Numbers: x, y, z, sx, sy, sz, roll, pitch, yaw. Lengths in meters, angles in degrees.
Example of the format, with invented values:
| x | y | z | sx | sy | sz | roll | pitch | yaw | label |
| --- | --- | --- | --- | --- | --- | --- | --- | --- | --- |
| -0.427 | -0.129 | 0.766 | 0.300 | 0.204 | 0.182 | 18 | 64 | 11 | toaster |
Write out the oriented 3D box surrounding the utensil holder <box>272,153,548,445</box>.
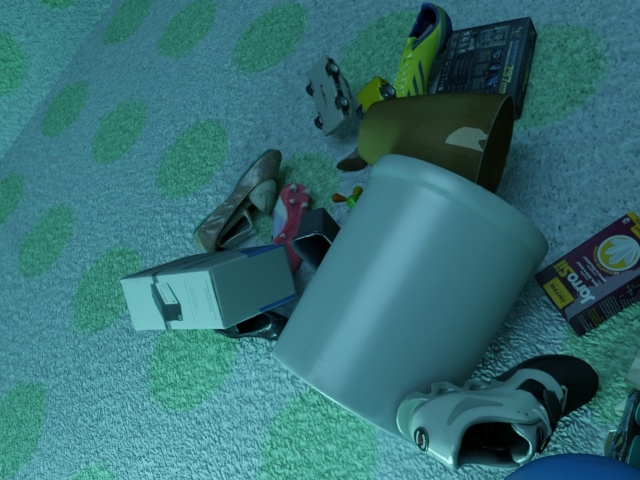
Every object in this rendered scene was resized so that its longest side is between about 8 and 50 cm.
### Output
| x | y | z | sx | sy | sz | roll | pitch | yaw | label |
| --- | --- | --- | --- | --- | --- | --- | --- | --- | --- |
| 0.145 | 0.103 | 1.090 | 0.328 | 0.328 | 0.385 | 26 | 84 | 42 | utensil holder |

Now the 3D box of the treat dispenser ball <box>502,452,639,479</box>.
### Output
| x | y | z | sx | sy | sz | roll | pitch | yaw | label |
| --- | --- | --- | --- | --- | --- | --- | --- | --- | --- |
| 0.330 | 0.412 | 0.787 | 0.288 | 0.288 | 0.288 | -17 | 55 | 27 | treat dispenser ball |

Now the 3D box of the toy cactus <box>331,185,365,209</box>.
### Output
| x | y | z | sx | sy | sz | roll | pitch | yaw | label |
| --- | --- | --- | --- | --- | --- | --- | --- | --- | --- |
| 0.080 | -0.018 | 1.323 | 0.219 | 0.112 | 0.180 | -122 | 35 | -78 | toy cactus |

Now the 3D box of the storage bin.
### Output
| x | y | z | sx | sy | sz | roll | pitch | yaw | label |
| --- | --- | --- | --- | --- | --- | --- | --- | --- | --- |
| 0.000 | 0.000 | 1.384 | 0.098 | 0.135 | 0.091 | -17 | 44 | 27 | storage bin |

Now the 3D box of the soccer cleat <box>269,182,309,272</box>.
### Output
| x | y | z | sx | sy | sz | roll | pitch | yaw | label |
| --- | --- | --- | --- | --- | --- | --- | --- | --- | --- |
| -0.082 | -0.017 | 1.494 | 0.095 | 0.083 | 0.247 | -26 | 50 | 62 | soccer cleat |

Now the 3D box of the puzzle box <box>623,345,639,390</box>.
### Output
| x | y | z | sx | sy | sz | roll | pitch | yaw | label |
| --- | --- | --- | --- | --- | --- | --- | --- | --- | --- |
| 0.640 | 0.081 | 0.881 | 0.272 | 0.052 | 0.408 | 27 | 81 | 27 | puzzle box |

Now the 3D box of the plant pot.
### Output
| x | y | z | sx | sy | sz | roll | pitch | yaw | label |
| --- | --- | --- | --- | --- | --- | --- | --- | --- | --- |
| 0.211 | -0.181 | 1.221 | 0.255 | 0.237 | 0.237 | 17 | 74 | 24 | plant pot |

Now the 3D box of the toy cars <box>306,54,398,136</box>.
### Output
| x | y | z | sx | sy | sz | roll | pitch | yaw | label |
| --- | --- | --- | --- | --- | --- | --- | --- | --- | --- |
| 0.093 | -0.301 | 1.474 | 0.394 | 0.087 | 0.176 | 38 | 118 | 46 | toy cars |

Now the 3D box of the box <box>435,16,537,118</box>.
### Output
| x | y | z | sx | sy | sz | roll | pitch | yaw | label |
| --- | --- | --- | --- | --- | --- | --- | --- | --- | --- |
| 0.355 | -0.365 | 1.388 | 0.184 | 0.059 | 0.232 | 0 | 63 | 36 | box |

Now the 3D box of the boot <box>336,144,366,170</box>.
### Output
| x | y | z | sx | sy | sz | roll | pitch | yaw | label |
| --- | --- | --- | --- | --- | --- | --- | --- | --- | --- |
| 0.097 | -0.212 | 1.499 | 0.119 | 0.042 | 0.086 | -8 | 54 | 31 | boot |

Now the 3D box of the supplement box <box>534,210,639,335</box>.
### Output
| x | y | z | sx | sy | sz | roll | pitch | yaw | label |
| --- | --- | --- | --- | --- | --- | --- | --- | --- | --- |
| 0.464 | 0.056 | 1.045 | 0.188 | 0.081 | 0.104 | -37 | 49 | 13 | supplement box |

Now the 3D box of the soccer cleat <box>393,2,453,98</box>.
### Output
| x | y | z | sx | sy | sz | roll | pitch | yaw | label |
| --- | --- | --- | --- | --- | --- | --- | --- | --- | --- |
| 0.208 | -0.400 | 1.460 | 0.093 | 0.121 | 0.289 | 22 | 88 | 39 | soccer cleat |

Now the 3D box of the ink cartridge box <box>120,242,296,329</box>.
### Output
| x | y | z | sx | sy | sz | roll | pitch | yaw | label |
| --- | --- | --- | --- | --- | --- | --- | --- | --- | --- |
| -0.244 | 0.102 | 1.390 | 0.308 | 0.223 | 0.128 | -7 | 99 | 40 | ink cartridge box |

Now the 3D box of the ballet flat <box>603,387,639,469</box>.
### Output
| x | y | z | sx | sy | sz | roll | pitch | yaw | label |
| --- | --- | --- | --- | --- | --- | --- | --- | --- | --- |
| 0.454 | 0.274 | 0.941 | 0.070 | 0.070 | 0.188 | 16 | 70 | 40 | ballet flat |

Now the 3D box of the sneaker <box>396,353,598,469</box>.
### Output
| x | y | z | sx | sy | sz | roll | pitch | yaw | label |
| --- | --- | --- | --- | --- | --- | --- | --- | --- | --- |
| 0.289 | 0.261 | 0.921 | 0.331 | 0.122 | 0.146 | -11 | 19 | -19 | sneaker |

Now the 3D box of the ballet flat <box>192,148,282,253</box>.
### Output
| x | y | z | sx | sy | sz | roll | pitch | yaw | label |
| --- | --- | --- | --- | --- | --- | --- | --- | --- | --- |
| -0.182 | -0.083 | 1.592 | 0.316 | 0.108 | 0.106 | -48 | 67 | 9 | ballet flat |

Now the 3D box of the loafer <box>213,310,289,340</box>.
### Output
| x | y | z | sx | sy | sz | roll | pitch | yaw | label |
| --- | --- | --- | --- | --- | --- | --- | --- | --- | --- |
| -0.168 | 0.179 | 1.424 | 0.223 | 0.078 | 0.076 | 0 | 64 | 36 | loafer |
